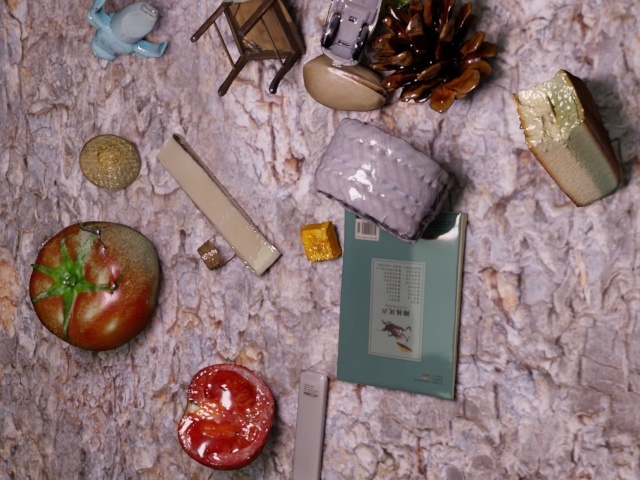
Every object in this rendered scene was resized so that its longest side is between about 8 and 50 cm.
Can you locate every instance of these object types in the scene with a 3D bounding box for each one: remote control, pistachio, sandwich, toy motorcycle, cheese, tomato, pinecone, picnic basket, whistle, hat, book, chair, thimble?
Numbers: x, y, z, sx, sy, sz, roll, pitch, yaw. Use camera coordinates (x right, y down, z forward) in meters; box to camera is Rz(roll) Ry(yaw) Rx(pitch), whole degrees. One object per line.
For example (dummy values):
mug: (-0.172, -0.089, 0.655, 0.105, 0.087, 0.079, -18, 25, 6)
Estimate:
remote control: (-0.021, 0.410, 1.722, 0.067, 0.029, 0.261, 9, 100, 27)
pistachio: (0.051, -0.315, 1.576, 0.185, 0.126, 0.108, 22, 80, 13)
sandwich: (0.426, -0.169, 1.350, 0.108, 0.186, 0.220, -24, 83, 30)
toy motorcycle: (0.075, -0.442, 1.440, 0.090, 0.157, 0.263, 23, 123, 3)
cheese: (-0.238, -0.085, 1.789, 0.400, 0.034, 0.085, 48, 109, 19)
tomato: (-0.208, 0.400, 1.741, 0.200, 0.140, 0.233, 15, 59, 1)
pinecone: (0.196, -0.355, 1.451, 0.228, 0.202, 0.201, -8, 122, 29)
picnic basket: (-0.232, 0.024, 1.790, 0.083, 0.072, 0.072, -34, 76, -7)
whistle: (-0.454, -0.486, 1.816, 0.273, 0.186, 0.093, -9, 56, 52)
hat: (-0.509, -0.201, 1.919, 0.145, 0.067, 0.146, -3, 118, -7)
tomato: (-0.515, 0.099, 1.842, 0.303, 0.239, 0.304, -2, 83, 20)
book: (0.157, 0.122, 1.600, 0.264, 0.031, 0.380, 7, 97, 28)
chair: (-0.123, -0.468, 1.655, 0.160, 0.319, 0.186, 3, 140, 29)
thimble: (0.114, -0.112, 1.491, 0.245, 0.217, 0.157, 29, 92, 15)

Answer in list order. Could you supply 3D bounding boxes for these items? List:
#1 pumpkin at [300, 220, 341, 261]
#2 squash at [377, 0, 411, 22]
pumpkin: (0.000, 0.000, 1.663, 0.074, 0.054, 0.083, -6, 112, 31)
squash: (0.134, -0.555, 1.515, 0.288, 0.111, 0.203, -31, 102, 29)
